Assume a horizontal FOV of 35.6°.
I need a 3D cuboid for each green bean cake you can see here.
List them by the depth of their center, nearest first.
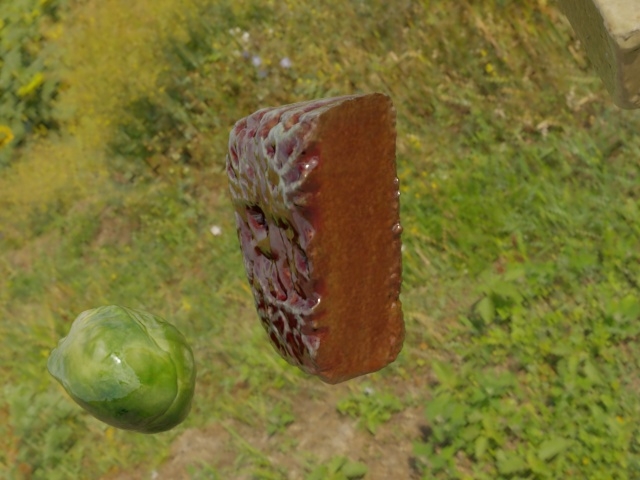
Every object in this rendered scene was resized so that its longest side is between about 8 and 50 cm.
[{"bbox_3d":[0.000,0.000,0.811,0.097,0.233,0.198,-16,14,-23],"label":"green bean cake"},{"bbox_3d":[0.252,-0.208,0.831,0.085,0.109,0.179,-21,55,7],"label":"green bean cake"}]

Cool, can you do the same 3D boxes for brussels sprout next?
[{"bbox_3d":[-0.189,0.127,0.997,0.117,0.155,0.155,-47,25,10],"label":"brussels sprout"}]
